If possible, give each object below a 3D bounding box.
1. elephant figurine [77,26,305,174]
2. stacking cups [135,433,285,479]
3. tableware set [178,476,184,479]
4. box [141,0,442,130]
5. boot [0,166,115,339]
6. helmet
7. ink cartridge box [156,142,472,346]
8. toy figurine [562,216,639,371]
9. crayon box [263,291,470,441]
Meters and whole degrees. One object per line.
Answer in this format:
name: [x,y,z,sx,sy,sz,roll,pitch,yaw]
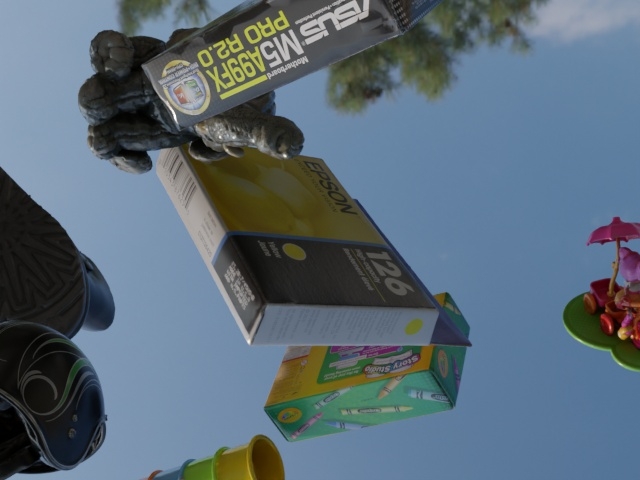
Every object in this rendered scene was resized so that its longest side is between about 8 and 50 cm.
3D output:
elephant figurine: [-0.116,-0.144,0.980,0.239,0.169,0.186,1,-108,10]
stacking cups: [-0.210,0.375,1.371,0.316,0.096,0.096,-22,-139,20]
tableware set: [-0.137,0.319,1.116,0.154,0.104,0.024,-7,-133,18]
box: [0.020,-0.193,0.718,0.216,0.060,0.270,-15,-158,38]
boot: [-0.431,0.071,1.481,0.146,0.445,0.367,-32,-111,-11]
helmet: [-0.283,0.157,0.864,0.169,0.169,0.161,-5,-165,8]
ink cartridge box: [0.000,0.000,1.072,0.307,0.072,0.304,3,-145,-35]
toy figurine: [0.387,0.054,1.183,0.130,0.159,0.173,-12,-146,-6]
crayon box: [0.068,0.186,1.352,0.278,0.081,0.165,-18,-151,29]
